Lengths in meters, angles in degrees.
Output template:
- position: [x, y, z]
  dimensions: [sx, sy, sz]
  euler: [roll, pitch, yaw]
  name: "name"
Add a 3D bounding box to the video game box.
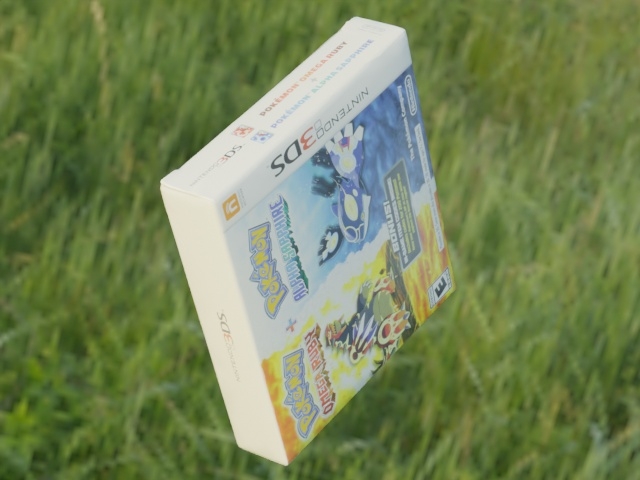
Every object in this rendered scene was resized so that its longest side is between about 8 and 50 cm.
- position: [0.000, 0.000, 1.131]
  dimensions: [0.048, 0.205, 0.187]
  euler: [19, 48, 37]
  name: "video game box"
